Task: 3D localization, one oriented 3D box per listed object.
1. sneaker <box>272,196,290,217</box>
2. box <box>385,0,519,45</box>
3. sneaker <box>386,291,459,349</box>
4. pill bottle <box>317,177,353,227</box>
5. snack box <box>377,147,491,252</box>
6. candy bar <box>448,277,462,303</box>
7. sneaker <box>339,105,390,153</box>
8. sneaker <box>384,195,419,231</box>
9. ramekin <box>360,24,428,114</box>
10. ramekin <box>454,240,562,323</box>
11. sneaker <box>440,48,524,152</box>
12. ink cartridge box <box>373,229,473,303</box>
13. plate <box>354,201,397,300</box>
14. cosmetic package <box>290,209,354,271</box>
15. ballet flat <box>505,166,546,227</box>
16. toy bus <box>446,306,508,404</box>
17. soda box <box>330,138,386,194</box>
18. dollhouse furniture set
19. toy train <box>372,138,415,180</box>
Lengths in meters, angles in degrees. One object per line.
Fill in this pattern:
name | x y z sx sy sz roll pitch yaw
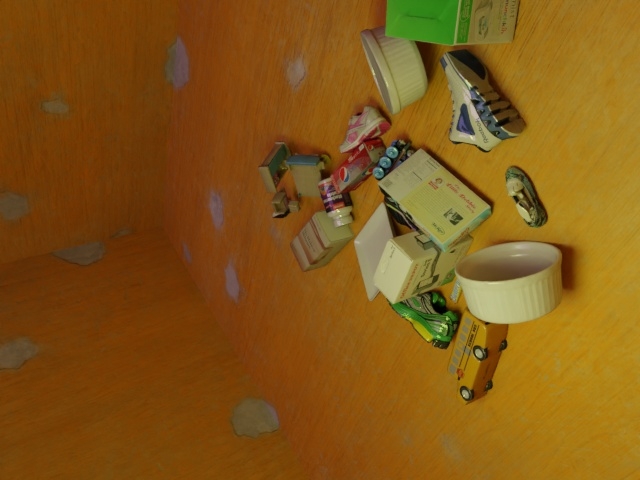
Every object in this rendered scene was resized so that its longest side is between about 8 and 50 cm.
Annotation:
sneaker | -0.183 -0.156 2.687 0.161 0.057 0.075 -30 62 58
box | 0.346 -0.601 1.508 0.262 0.231 0.126 31 127 47
sneaker | 0.361 0.227 1.985 0.343 0.134 0.146 43 108 46
pill bottle | 0.066 -0.153 2.248 0.108 0.108 0.193 -20 87 58
snack box | 0.348 -0.130 1.762 0.322 0.187 0.060 49 177 34
candy bar | 0.458 0.143 1.869 0.040 0.018 0.161 45 137 38
sneaker | 0.147 -0.397 2.037 0.252 0.103 0.111 -35 70 50
sneaker | 0.309 -0.086 1.963 0.234 0.084 0.097 50 165 34
ramekin | 0.228 -0.530 1.723 0.273 0.127 0.272 -23 -90 -85
ramekin | 0.517 0.114 1.540 0.277 0.277 0.135 7 118 56
sneaker | 0.413 -0.372 1.606 0.315 0.128 0.182 61 144 16
ink cartridge box | 0.323 0.066 1.801 0.114 0.273 0.198 49 141 33
plate | 0.222 0.045 2.103 0.278 0.045 0.277 122 142 -50
cosmetic package | 0.000 0.000 2.397 0.153 0.129 0.296 64 146 17
ballet flat | 0.555 -0.119 1.562 0.188 0.070 0.070 63 146 17
toy bus | 0.498 0.368 1.823 0.130 0.108 0.332 40 135 42
soda box | 0.142 -0.270 2.095 0.263 0.092 0.083 -40 71 55
dollhouse furniture set | -0.065 -0.276 2.437 0.304 0.198 0.286 5 135 24
toy train | 0.255 -0.259 1.929 0.105 0.080 0.184 35 132 2
